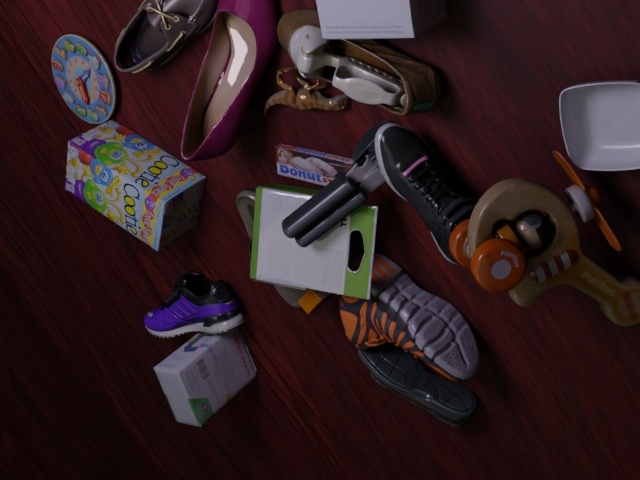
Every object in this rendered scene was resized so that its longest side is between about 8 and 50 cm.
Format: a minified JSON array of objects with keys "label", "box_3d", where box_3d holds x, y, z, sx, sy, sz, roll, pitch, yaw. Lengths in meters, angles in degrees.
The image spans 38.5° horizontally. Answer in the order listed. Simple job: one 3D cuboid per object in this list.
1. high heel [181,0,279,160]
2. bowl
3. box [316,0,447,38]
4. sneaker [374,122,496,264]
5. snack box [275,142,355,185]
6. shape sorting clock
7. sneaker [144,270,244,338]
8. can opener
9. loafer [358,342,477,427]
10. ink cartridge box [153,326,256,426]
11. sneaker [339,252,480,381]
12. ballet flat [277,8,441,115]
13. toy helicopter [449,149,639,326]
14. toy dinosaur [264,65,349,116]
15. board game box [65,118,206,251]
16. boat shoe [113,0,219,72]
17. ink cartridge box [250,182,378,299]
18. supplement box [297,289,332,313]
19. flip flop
[{"label":"high heel","box_3d":[-0.177,-0.321,1.682,0.127,0.181,0.377,24,130,25]},{"label":"bowl","box_3d":[0.441,-0.179,1.385,0.142,0.053,0.142,1,118,36]},{"label":"box","box_3d":[0.090,-0.424,1.454,0.181,0.119,0.181,9,122,34]},{"label":"sneaker","box_3d":[0.207,-0.078,1.557,0.295,0.105,0.147,55,171,-13]},{"label":"snack box","box_3d":[-0.008,-0.142,1.780,0.178,0.022,0.064,16,127,29]},{"label":"shape sorting clock","box_3d":[-0.529,-0.357,2.035,0.206,0.040,0.206,19,127,27]},{"label":"sneaker","box_3d":[-0.312,0.141,2.155,0.293,0.102,0.146,-8,108,36]},{"label":"can opener","box_3d":[0.047,-0.097,1.666,0.280,0.093,0.074,-41,129,15]},{"label":"loafer","box_3d":[0.186,0.298,1.868,0.268,0.096,0.084,30,138,17]},{"label":"ink cartridge box","box_3d":[-0.264,0.307,2.137,0.093,0.212,0.154,0,118,42]},{"label":"sneaker","box_3d":[0.166,0.179,1.800,0.321,0.125,0.180,46,140,19]},{"label":"ballet flat","box_3d":[0.041,-0.299,1.568,0.342,0.124,0.116,31,132,19]},{"label":"toy helicopter","box_3d":[0.399,0.017,1.460,0.355,0.140,0.235,31,100,-17]},{"label":"toy dinosaur","box_3d":[-0.051,-0.270,1.702,0.212,0.064,0.112,7,122,35]},{"label":"board game box","box_3d":[-0.409,-0.126,2.018,0.275,0.144,0.142,32,132,17]},{"label":"boat shoe","box_3d":[-0.296,-0.427,1.767,0.324,0.097,0.116,-32,95,45]},{"label":"ink cartridge box","box_3d":[0.000,0.000,1.778,0.255,0.097,0.188,10,103,23]},{"label":"supplement box","box_3d":[0.007,0.103,1.873,0.036,0.098,0.062,48,137,8]},{"label":"flip flop","box_3d":[-0.108,0.024,1.924,0.112,0.080,0.277,-13,108,42]}]
